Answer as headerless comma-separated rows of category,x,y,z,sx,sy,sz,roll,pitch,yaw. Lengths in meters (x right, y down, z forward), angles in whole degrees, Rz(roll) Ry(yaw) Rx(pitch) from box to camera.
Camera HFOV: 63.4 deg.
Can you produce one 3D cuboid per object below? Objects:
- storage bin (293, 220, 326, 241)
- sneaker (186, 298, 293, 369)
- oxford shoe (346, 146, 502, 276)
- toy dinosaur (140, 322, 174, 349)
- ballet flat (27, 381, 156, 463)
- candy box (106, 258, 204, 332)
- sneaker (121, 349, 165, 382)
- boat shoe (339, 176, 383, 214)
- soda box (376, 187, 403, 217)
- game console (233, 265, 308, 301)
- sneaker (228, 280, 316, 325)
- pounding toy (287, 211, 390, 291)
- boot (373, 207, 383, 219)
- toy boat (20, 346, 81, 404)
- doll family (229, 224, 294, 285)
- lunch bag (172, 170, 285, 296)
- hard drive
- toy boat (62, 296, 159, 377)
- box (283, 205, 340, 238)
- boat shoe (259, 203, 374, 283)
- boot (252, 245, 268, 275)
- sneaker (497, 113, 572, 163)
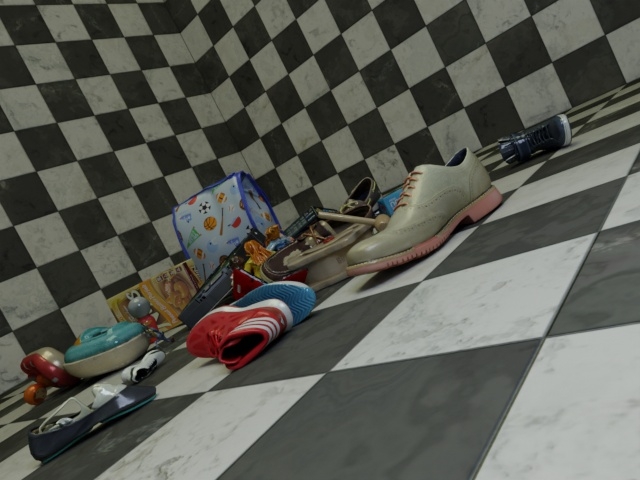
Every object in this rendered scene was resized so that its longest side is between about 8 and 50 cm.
storage bin,-0.025,0.001,1.855,0.122,0.084,0.180,-25,6,11
sneaker,-0.163,0.162,0.855,0.221,0.086,0.128,-25,3,26
oxford shoe,0.180,-0.057,0.987,0.397,0.146,0.141,-30,7,-34
toy dinosaur,-0.434,0.250,1.395,0.047,0.082,0.090,-53,36,14
ballet flat,-0.372,0.276,0.840,0.203,0.074,0.074,-28,5,-22
candy box,-0.534,0.210,1.738,0.317,0.182,0.087,-25,4,13
sneaker,-0.370,0.272,1.110,0.044,0.040,0.109,-3,21,34
boat shoe,0.119,-0.104,1.785,0.117,0.096,0.324,-5,32,37
soda box,0.309,-0.155,1.810,0.210,0.071,0.067,-28,6,-14
game console,-0.105,0.088,1.055,0.085,0.124,0.144,-57,-9,-31
sneaker,-0.103,0.124,0.945,0.229,0.087,0.092,-21,3,27
pounding toy,0.037,-0.004,1.131,0.270,0.154,0.154,-26,9,20
boot,0.136,-0.080,1.922,0.209,0.076,0.190,-34,20,-7
toy boat,-0.807,0.409,1.520,0.231,0.151,0.151,-23,36,43
doll family,-0.121,0.048,1.371,0.118,0.163,0.263,-22,6,44
lunch bag,-0.322,-0.021,1.884,0.328,0.385,0.239,-26,5,19
hard drive,-0.291,0.106,1.592,0.237,0.064,0.339,-45,8,18
toy boat,-0.584,0.272,1.489,0.268,0.148,0.318,-20,6,20
box,-0.046,-0.045,2.020,0.220,0.051,0.175,-40,-23,26
boat shoe,0.000,0.000,1.278,0.342,0.123,0.123,-23,-41,-28
boot,-0.175,0.102,1.586,0.284,0.108,0.220,-14,15,35
sneaker,0.587,-0.276,1.438,0.164,0.086,0.226,-15,-4,6
